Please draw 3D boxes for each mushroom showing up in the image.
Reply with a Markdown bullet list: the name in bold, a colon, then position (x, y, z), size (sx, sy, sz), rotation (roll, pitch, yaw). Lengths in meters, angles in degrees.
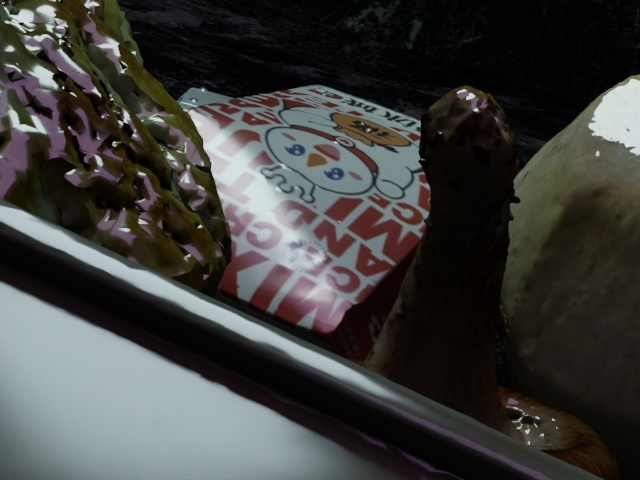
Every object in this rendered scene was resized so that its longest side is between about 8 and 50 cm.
- **mushroom**: position (0.069, 0.038, 0.773), size (0.227, 0.218, 0.148), rotation (5, 17, -40)

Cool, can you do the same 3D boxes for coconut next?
- **coconut**: position (0.228, 0.033, 0.970), size (0.259, 0.259, 0.259), rotation (16, 13, -4)

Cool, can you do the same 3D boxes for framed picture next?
- **framed picture**: position (-0.164, 0.107, 0.311), size (0.326, 0.028, 0.446), rotation (24, 36, 22)

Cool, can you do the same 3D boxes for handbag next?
- **handbag**: position (0.000, 0.000, 0.991), size (0.171, 0.151, 0.298), rotation (22, 15, 16)

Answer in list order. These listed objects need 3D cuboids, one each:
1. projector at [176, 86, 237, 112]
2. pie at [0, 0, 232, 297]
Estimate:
- **projector**: position (-0.066, -0.090, 1.471), size (0.147, 0.061, 0.115), rotation (16, 15, -1)
- **pie**: position (-0.245, -0.044, 0.631), size (0.418, 0.180, 0.395), rotation (3, 46, -47)
